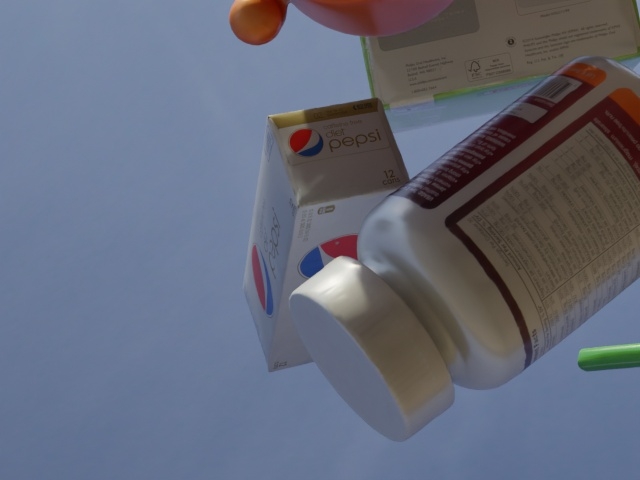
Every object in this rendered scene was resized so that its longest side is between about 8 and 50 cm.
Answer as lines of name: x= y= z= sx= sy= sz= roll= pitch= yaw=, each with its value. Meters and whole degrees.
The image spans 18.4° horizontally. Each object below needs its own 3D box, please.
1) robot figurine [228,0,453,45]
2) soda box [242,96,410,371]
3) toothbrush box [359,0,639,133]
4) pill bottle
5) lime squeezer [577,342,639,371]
robot figurine: x=0.018 y=-0.175 z=1.017 sx=0.158 sy=0.219 sz=0.128 roll=-16 pitch=-98 yaw=9
soda box: x=0.000 y=0.000 z=1.247 sx=0.074 sy=0.216 sz=0.069 roll=-12 pitch=-118 yaw=-13
toothbrush box: x=0.135 y=-0.167 z=1.566 sx=0.206 sy=0.283 sz=0.122 roll=-11 pitch=-93 yaw=4
pill bottle: x=0.098 y=0.005 z=1.080 sx=0.221 sy=0.121 sz=0.121 roll=-37 pitch=-85 yaw=-16
lime squeezer: x=0.313 y=0.074 z=1.195 sx=0.310 sy=0.110 sz=0.059 roll=8 pitch=-96 yaw=9
